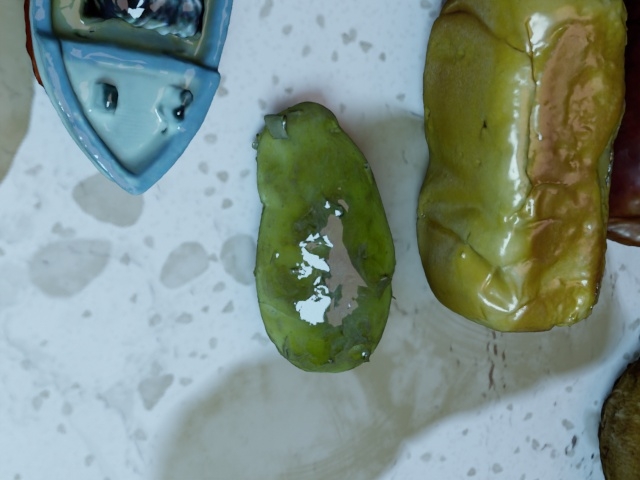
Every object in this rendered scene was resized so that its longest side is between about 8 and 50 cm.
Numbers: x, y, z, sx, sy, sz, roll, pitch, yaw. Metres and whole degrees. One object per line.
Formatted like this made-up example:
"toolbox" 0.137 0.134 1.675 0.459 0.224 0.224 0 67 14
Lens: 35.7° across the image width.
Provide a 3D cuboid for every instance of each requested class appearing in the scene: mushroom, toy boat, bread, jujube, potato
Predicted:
"mushroom" 0.410 0.213 1.060 0.253 0.153 0.253 -5 100 -29
"toy boat" -0.116 -0.198 0.673 0.145 0.133 0.331 4 98 -33
"bread" 0.163 -0.074 0.845 0.132 0.167 0.294 -1 106 -23
"jujube" 0.311 -0.122 0.919 0.190 0.190 0.255 31 67 -32
"potato" 0.000 0.000 0.808 0.117 0.090 0.225 -10 98 -23
